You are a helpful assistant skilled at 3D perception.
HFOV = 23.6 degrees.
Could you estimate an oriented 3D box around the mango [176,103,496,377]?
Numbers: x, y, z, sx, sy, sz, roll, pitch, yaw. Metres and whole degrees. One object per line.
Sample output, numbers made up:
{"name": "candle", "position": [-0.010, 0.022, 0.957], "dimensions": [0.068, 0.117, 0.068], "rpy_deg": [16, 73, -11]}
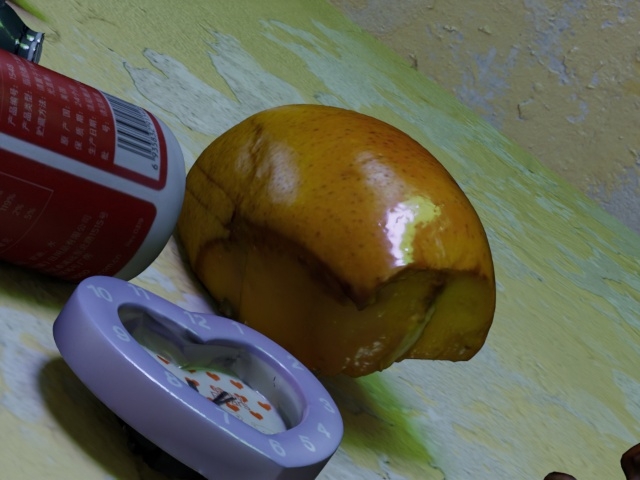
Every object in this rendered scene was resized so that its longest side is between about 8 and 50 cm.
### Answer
{"name": "mango", "position": [0.000, 0.000, 1.200], "dimensions": [0.350, 0.199, 0.201], "rpy_deg": [35, -20, 54]}

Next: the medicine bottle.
{"name": "medicine bottle", "position": [-0.216, -0.058, 0.984], "dimensions": [0.250, 0.131, 0.131], "rpy_deg": [21, 21, -40]}

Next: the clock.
{"name": "clock", "position": [-0.070, 0.105, 0.927], "dimensions": [0.198, 0.064, 0.172], "rpy_deg": [22, 20, -38]}

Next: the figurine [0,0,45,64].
{"name": "figurine", "position": [-0.301, -0.148, 1.106], "dimensions": [0.192, 0.126, 0.147], "rpy_deg": [16, 29, -9]}

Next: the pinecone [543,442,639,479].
{"name": "pinecone", "position": [0.250, 0.239, 0.860], "dimensions": [0.296, 0.242, 0.298], "rpy_deg": [17, 17, -42]}
